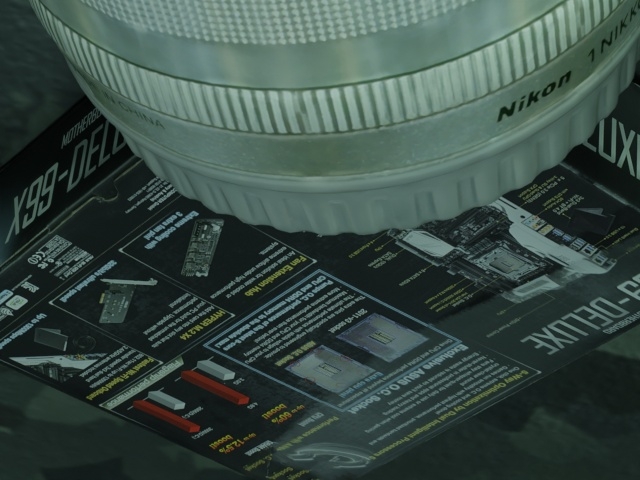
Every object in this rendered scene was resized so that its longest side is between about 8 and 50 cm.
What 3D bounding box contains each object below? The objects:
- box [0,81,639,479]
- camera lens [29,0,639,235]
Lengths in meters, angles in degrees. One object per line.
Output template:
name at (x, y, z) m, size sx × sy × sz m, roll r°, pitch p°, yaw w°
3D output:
box at (0.000, 0.000, 0.916) m, size 0.242 × 0.076 × 0.307 m, roll 28°, pitch 138°, yaw -28°
camera lens at (-0.005, -0.160, 0.582) m, size 0.219 × 0.219 × 0.274 m, roll -3°, pitch 143°, yaw 9°
